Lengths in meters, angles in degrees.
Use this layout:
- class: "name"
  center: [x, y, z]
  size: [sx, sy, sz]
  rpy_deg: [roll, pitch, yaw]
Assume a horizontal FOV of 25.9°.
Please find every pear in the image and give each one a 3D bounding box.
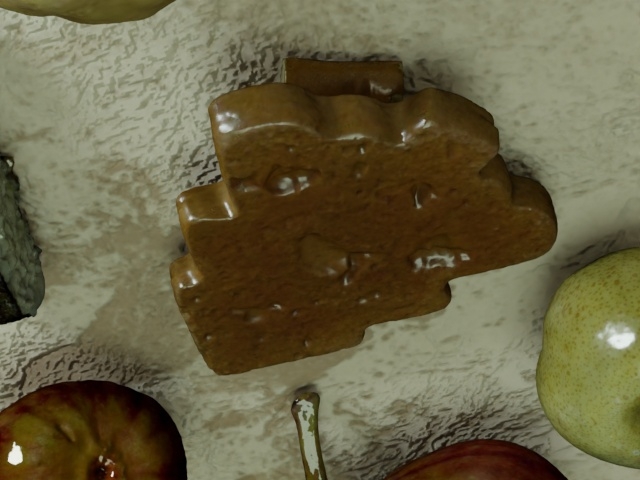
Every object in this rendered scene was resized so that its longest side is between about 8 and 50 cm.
- class: "pear"
  center: [0.234, 0.083, 1.006]
  size: [0.167, 0.137, 0.167]
  rpy_deg: [-5, 126, -6]

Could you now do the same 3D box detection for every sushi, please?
- class: "sushi"
  center: [-0.238, -0.005, 0.917]
  size: [0.078, 0.090, 0.150]
  rpy_deg: [-8, 130, 5]

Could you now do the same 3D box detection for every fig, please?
- class: "fig"
  center: [0.081, 0.249, 1.097]
  size: [0.249, 0.186, 0.204]
  rpy_deg: [11, 145, -5]
- class: "fig"
  center: [-0.170, 0.176, 1.045]
  size: [0.149, 0.202, 0.148]
  rpy_deg: [-2, 91, 9]

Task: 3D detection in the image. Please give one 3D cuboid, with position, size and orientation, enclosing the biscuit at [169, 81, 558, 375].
- class: "biscuit"
  center: [0.000, -0.001, 0.955]
  size: [0.278, 0.043, 0.301]
  rpy_deg: [22, 132, -34]

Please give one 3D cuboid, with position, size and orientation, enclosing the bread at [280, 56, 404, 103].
- class: "bread"
  center: [0.014, -0.096, 0.906]
  size: [0.083, 0.036, 0.047]
  rpy_deg: [1, 129, -10]

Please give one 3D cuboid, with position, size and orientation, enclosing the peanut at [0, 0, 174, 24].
- class: "peanut"
  center: [-0.221, -0.223, 0.684]
  size: [0.387, 0.192, 0.169]
  rpy_deg: [18, 116, -19]
